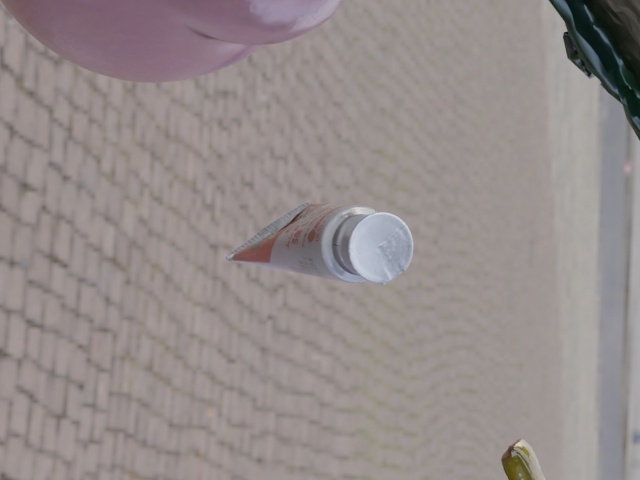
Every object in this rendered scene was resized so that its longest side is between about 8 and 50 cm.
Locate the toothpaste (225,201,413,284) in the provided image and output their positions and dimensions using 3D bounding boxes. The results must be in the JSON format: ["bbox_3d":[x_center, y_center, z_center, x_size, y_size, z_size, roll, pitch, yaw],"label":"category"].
[{"bbox_3d":[0.000,0.000,1.209,0.057,0.089,0.234,60,-18,-13],"label":"toothpaste"}]

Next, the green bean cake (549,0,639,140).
[{"bbox_3d":[0.132,-0.036,0.363,0.208,0.107,0.193,51,5,13],"label":"green bean cake"}]

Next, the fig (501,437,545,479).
[{"bbox_3d":[0.088,0.230,0.922,0.175,0.207,0.175,27,47,-33],"label":"fig"}]

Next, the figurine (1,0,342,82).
[{"bbox_3d":[-0.112,-0.210,0.898,0.211,0.261,0.270,-40,-154,54],"label":"figurine"}]
